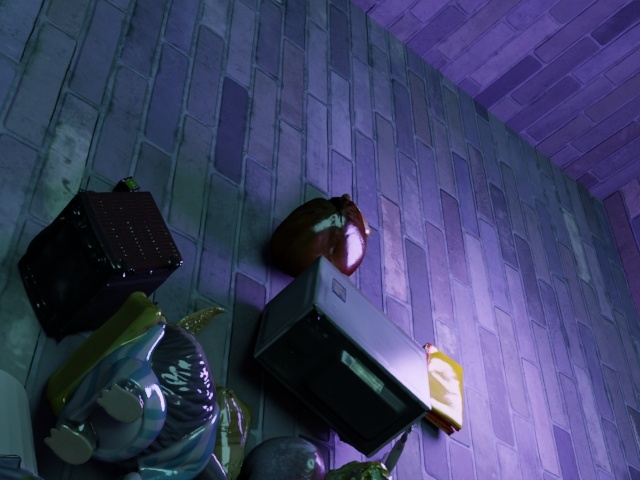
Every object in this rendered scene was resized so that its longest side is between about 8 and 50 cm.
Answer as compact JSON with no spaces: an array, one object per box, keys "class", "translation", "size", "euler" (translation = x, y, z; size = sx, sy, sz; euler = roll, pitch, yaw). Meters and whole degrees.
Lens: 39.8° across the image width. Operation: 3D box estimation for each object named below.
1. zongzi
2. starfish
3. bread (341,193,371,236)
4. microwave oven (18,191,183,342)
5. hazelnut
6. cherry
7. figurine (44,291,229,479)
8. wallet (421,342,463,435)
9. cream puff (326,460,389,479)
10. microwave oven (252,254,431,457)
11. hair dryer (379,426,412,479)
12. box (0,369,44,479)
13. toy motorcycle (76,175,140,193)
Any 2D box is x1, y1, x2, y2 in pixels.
[{"class":"zongzi","translation":[-0.177,0.390,1.718],"size":[0.197,0.099,0.194],"euler":[50,38,-60]},{"class":"starfish","translation":[-0.278,0.228,1.766],"size":[0.295,0.048,0.231],"euler":[-22,82,-50]},{"class":"bread","translation":[0.058,-0.031,2.381],"size":[0.134,0.081,0.225],"euler":[54,31,-7]},{"class":"microwave oven","translation":[-0.406,0.044,1.609],"size":[0.188,0.247,0.178],"euler":[-8,62,-54]},{"class":"hazelnut","translation":[0.000,0.000,2.154],"size":[0.251,0.217,0.217],"euler":[-13,68,-28]},{"class":"cherry","translation":[-0.069,0.456,1.702],"size":[0.176,0.176,0.140],"euler":[-85,151,-46]},{"class":"figurine","translation":[-0.250,0.314,1.475],"size":[0.377,0.266,0.361],"euler":[46,8,-18]},{"class":"wallet","translation":[0.308,0.387,2.318],"size":[0.141,0.067,0.241],"euler":[37,32,-14]},{"class":"cream puff","translation":[0.053,0.556,1.761],"size":[0.221,0.195,0.194],"euler":[-36,88,-39]},{"class":"microwave oven","translation":[0.043,0.260,1.946],"size":[0.355,0.218,0.286],"euler":[43,20,-15]},{"class":"hair dryer","translation":[0.162,0.475,1.968],"size":[0.067,0.199,0.167],"euler":[25,8,5]},{"class":"box","translation":[-0.495,0.317,1.279],"size":[0.291,0.262,0.206],"euler":[51,14,-46]},{"class":"toy motorcycle","translation":[-0.434,-0.075,1.852],"size":[0.100,0.058,0.173],"euler":[49,32,8]}]
